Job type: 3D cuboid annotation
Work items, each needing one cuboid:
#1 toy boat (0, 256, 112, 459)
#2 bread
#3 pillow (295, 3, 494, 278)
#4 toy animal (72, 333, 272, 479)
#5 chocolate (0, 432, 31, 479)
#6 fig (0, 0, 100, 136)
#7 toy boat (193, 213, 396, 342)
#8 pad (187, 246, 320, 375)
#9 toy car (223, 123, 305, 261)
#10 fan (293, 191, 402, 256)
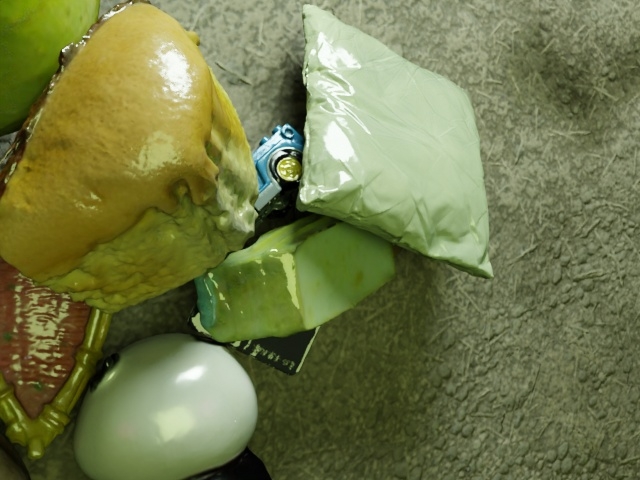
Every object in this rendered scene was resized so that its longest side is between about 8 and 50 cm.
[{"bbox_3d":[-0.265,0.042,0.676,0.140,0.099,0.318,8,91,-23],"label":"toy boat"},{"bbox_3d":[-0.147,-0.067,0.591,0.262,0.162,0.204,-69,158,-14],"label":"bread"},{"bbox_3d":[0.093,-0.115,0.789,0.274,0.076,0.281,22,54,-32],"label":"pillow"},{"bbox_3d":[-0.144,0.210,0.700,0.187,0.165,0.235,-16,96,-30],"label":"toy animal"},{"bbox_3d":[-0.355,0.170,0.616,0.261,0.161,0.083,50,53,-23],"label":"chocolate"},{"bbox_3d":[-0.307,-0.249,0.572,0.258,0.258,0.327,18,66,-25],"label":"fig"},{"bbox_3d":[-0.004,0.029,0.749,0.276,0.084,0.111,-21,105,-45],"label":"toy boat"},{"bbox_3d":[-0.068,0.083,0.820,0.157,0.003,0.112,30,80,-24],"label":"pad"},{"bbox_3d":[-0.088,-0.053,0.749,0.100,0.097,0.191,43,65,2],"label":"toy car"},{"bbox_3d":[0.000,0.000,0.845,0.226,0.008,0.153,-35,107,-22],"label":"fan"}]
